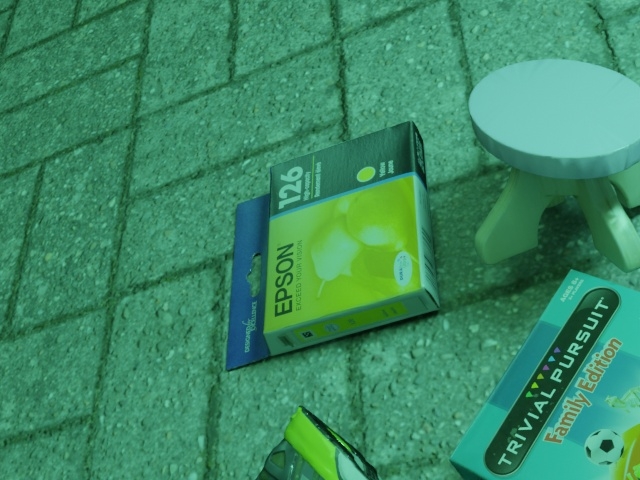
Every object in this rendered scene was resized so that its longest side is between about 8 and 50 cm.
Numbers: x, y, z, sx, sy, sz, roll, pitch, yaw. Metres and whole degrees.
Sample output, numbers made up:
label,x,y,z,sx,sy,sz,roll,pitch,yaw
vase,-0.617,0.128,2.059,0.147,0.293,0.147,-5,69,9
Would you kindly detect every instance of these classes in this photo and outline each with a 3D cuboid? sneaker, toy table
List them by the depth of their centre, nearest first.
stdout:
label,x,y,z,sx,sy,sz,roll,pitch,yaw
sneaker,0.030,0.306,1.036,0.121,0.111,0.300,-50,39,0
toy table,0.282,-0.087,1.117,0.252,0.161,0.274,-16,29,4

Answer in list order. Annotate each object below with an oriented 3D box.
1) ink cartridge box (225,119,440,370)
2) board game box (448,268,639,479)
label,x,y,z,sx,sy,sz,roll,pitch,yaw
ink cartridge box,0.000,0.000,1.326,0.307,0.072,0.304,-16,47,18
board game box,0.332,0.192,0.945,0.336,0.079,0.254,21,67,41
